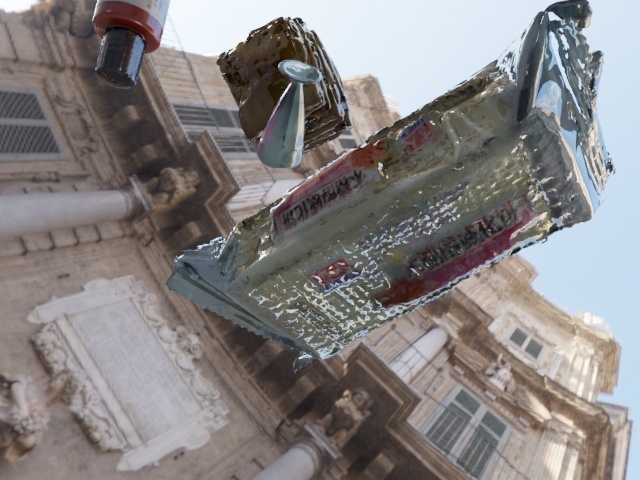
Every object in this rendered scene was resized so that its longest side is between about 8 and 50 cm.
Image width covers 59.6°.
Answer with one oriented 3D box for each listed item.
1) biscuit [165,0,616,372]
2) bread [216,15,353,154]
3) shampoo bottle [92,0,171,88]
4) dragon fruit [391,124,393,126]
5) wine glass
[{"bbox_3d":[0.060,-0.016,0.405,0.309,0.186,0.079,-29,-132,15],"label":"biscuit"},{"bbox_3d":[-0.095,-0.379,1.396,0.278,0.167,0.324,-24,-92,15],"label":"bread"},{"bbox_3d":[-0.293,-0.373,0.882,0.105,0.104,0.277,-2,-107,30],"label":"shampoo bottle"},{"bbox_3d":[0.200,-0.161,1.281,0.133,0.150,0.207,-55,-132,49],"label":"dragon fruit"},{"bbox_3d":[-0.050,-0.191,0.854,0.073,0.073,0.155,35,-47,21],"label":"wine glass"}]
